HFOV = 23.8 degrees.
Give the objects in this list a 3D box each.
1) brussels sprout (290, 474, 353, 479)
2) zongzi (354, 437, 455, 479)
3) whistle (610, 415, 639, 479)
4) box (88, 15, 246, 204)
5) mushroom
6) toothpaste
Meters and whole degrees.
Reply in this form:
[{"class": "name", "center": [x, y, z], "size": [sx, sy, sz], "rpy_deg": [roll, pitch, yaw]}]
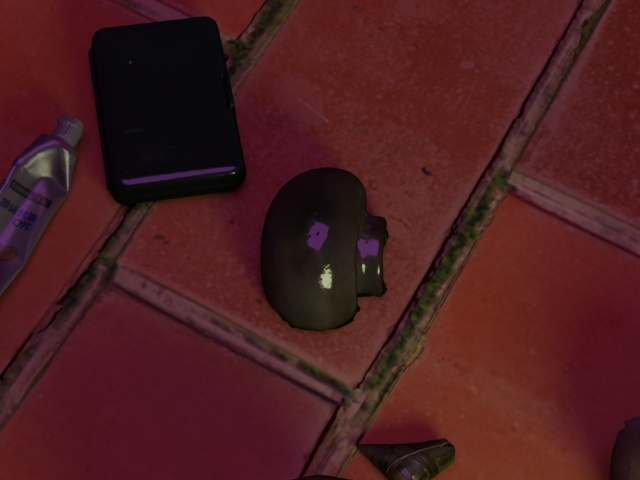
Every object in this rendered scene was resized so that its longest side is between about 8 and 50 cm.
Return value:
[{"class": "brussels sprout", "center": [0.021, 0.357, 1.367], "size": [0.242, 0.274, 0.317], "rpy_deg": [-4, 59, -14]}, {"class": "zongzi", "center": [0.091, 0.221, 1.588], "size": [0.076, 0.040, 0.083], "rpy_deg": [-31, 50, -26]}, {"class": "whistle", "center": [0.432, 0.231, 1.535], "size": [0.347, 0.189, 0.189], "rpy_deg": [-15, 62, -27]}, {"class": "box", "center": [-0.180, -0.153, 1.764], "size": [0.160, 0.050, 0.230], "rpy_deg": [-8, 62, -7]}, {"class": "mushroom", "center": [0.000, 0.000, 1.665], "size": [0.141, 0.117, 0.188], "rpy_deg": [0, 65, 10]}, {"class": "toothpaste", "center": [-0.346, -0.015, 1.683], "size": [0.075, 0.048, 0.301], "rpy_deg": [24, 65, 5]}]
